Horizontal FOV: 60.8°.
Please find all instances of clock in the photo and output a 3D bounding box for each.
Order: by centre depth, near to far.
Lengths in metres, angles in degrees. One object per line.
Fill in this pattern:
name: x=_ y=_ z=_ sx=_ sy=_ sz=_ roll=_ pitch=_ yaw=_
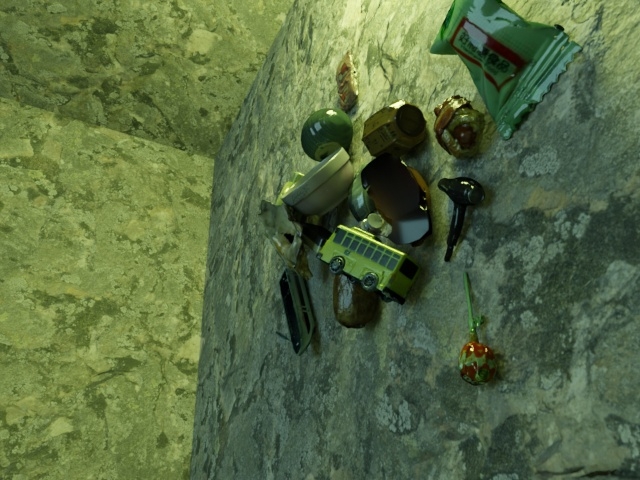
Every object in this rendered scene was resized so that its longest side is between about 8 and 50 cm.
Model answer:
clock: x=-0.128 y=-0.110 z=2.189 sx=0.348 sy=0.118 sz=0.285 roll=-72 pitch=5 yaw=-70

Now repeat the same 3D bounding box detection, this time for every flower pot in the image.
flower pot: x=0.023 y=-0.395 z=2.059 sx=0.243 sy=0.190 sz=0.157 roll=128 pitch=142 yaw=-61

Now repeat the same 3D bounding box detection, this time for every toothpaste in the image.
toothpaste: x=0.130 y=-0.013 z=1.791 sx=0.234 sy=0.057 sz=0.089 roll=129 pitch=146 yaw=-58

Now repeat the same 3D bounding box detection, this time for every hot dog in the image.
hot dog: x=0.342 y=-0.297 z=1.394 sx=0.213 sy=0.103 sz=0.146 roll=-114 pitch=25 yaw=-58
hot dog: x=0.229 y=-0.098 z=1.534 sx=0.194 sy=0.107 sz=0.325 roll=-33 pitch=50 yaw=34

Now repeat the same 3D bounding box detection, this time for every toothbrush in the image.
toothbrush: x=-0.139 y=0.399 z=2.189 sx=0.220 sy=0.016 sz=0.019 roll=-167 pitch=82 yaw=-65

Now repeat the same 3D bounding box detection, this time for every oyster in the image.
oyster: x=-0.112 y=-0.014 z=1.958 sx=0.275 sy=0.101 sz=0.271 roll=47 pitch=153 yaw=31

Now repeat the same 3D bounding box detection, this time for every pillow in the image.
pillow: x=0.110 y=-0.631 z=2.181 sx=0.135 sy=0.049 sz=0.248 roll=-45 pitch=42 yaw=51

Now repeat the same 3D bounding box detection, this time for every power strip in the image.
power strip: x=0.000 y=0.000 z=1.992 sx=0.257 sy=0.105 sz=0.069 roll=37 pitch=113 yaw=65

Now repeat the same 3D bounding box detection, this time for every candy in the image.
candy: x=0.338 y=0.188 z=1.215 sx=0.084 sy=0.078 sz=0.287 roll=75 pitch=-165 yaw=-46
candy: x=0.422 y=-0.464 z=1.311 sx=0.397 sy=0.172 sz=0.262 roll=61 pitch=145 yaw=30

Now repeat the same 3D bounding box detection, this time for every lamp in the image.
lamp: x=0.220 y=-0.328 z=1.640 sx=0.185 sy=0.161 sz=0.161 roll=-16 pitch=62 yaw=62

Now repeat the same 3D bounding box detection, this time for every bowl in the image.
bowl: x=0.009 y=-0.189 z=1.953 sx=0.287 sy=0.143 sz=0.287 roll=-37 pitch=10 yaw=8

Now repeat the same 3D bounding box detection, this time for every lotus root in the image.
lotus root: x=0.108 y=0.140 z=1.653 sx=0.145 sy=0.129 sz=0.259 roll=-16 pitch=64 yaw=48

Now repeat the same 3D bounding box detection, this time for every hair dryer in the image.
hair dryer: x=0.331 y=-0.054 z=1.367 sx=0.195 sy=0.075 sz=0.218 roll=-132 pitch=52 yaw=-74

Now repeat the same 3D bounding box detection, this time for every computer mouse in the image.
computer mouse: x=0.136 y=-0.169 z=1.830 sx=0.126 sy=0.071 sz=0.231 roll=-39 pitch=42 yaw=54

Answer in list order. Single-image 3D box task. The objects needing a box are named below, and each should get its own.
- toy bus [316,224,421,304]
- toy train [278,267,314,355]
toy bus: x=0.131 y=0.061 z=1.512 sx=0.262 sy=0.128 sz=0.150 roll=27 pitch=85 yaw=39
toy train: x=-0.080 y=0.271 z=2.037 sx=0.086 sy=0.088 sz=0.406 roll=-62 pitch=27 yaw=32
